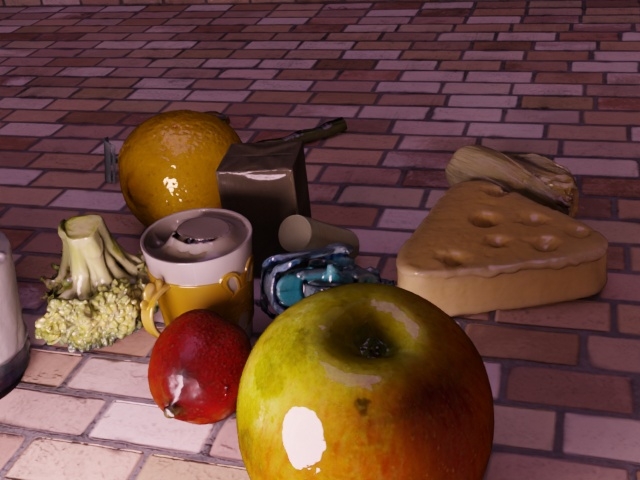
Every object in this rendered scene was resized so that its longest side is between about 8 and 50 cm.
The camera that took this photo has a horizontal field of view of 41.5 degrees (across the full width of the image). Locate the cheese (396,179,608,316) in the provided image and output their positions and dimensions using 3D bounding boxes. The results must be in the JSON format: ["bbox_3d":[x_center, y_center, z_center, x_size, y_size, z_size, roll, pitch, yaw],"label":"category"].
[{"bbox_3d":[0.352,0.021,1.561,0.384,0.104,0.384,-5,29,3],"label":"cheese"}]

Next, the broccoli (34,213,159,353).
[{"bbox_3d":[-0.410,0.059,1.483,0.263,0.243,0.247,-32,52,-30],"label":"broccoli"}]

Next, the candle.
[{"bbox_3d":[-0.598,0.099,1.363,0.221,0.342,0.221,0,29,0],"label":"candle"}]

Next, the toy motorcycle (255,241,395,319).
[{"bbox_3d":[0.003,0.078,1.481,0.206,0.154,0.260,4,3,24],"label":"toy motorcycle"}]

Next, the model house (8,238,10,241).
[{"bbox_3d":[-0.773,0.047,1.645,0.261,0.226,0.241,8,18,15],"label":"model house"}]

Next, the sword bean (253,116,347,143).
[{"bbox_3d":[-0.052,-0.272,2.206,0.269,0.038,0.043,-18,37,-18],"label":"sword bean"}]

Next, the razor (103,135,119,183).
[{"bbox_3d":[-0.431,-0.211,2.138,0.232,0.106,0.068,-8,29,-27],"label":"razor"}]

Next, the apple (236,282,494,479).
[{"bbox_3d":[0.057,0.216,1.079,0.340,0.339,0.339,-4,30,2],"label":"apple"}]

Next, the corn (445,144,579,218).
[{"bbox_3d":[0.404,-0.116,1.771,0.305,0.122,0.123,23,41,37],"label":"corn"}]

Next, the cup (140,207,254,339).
[{"bbox_3d":[-0.213,0.087,1.423,0.185,0.226,0.241,16,37,30],"label":"cup"}]

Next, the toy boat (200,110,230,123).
[{"bbox_3d":[-0.324,-0.327,2.339,0.149,0.047,0.049,-7,43,3],"label":"toy boat"}]

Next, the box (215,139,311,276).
[{"bbox_3d":[-0.103,-0.064,1.657,0.149,0.231,0.155,-1,30,8],"label":"box"}]

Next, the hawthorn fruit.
[{"bbox_3d":[-0.189,0.202,1.287,0.169,0.169,0.188,13,38,29],"label":"hawthorn fruit"}]

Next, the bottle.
[{"bbox_3d":[0.000,0.000,1.588,0.072,0.072,0.201,13,-1,29],"label":"bottle"}]

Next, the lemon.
[{"bbox_3d":[-0.291,-0.145,1.797,0.293,0.293,0.293,-4,30,2],"label":"lemon"}]
